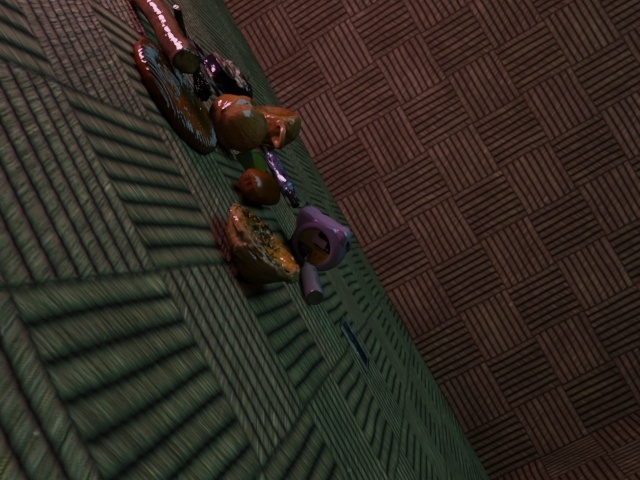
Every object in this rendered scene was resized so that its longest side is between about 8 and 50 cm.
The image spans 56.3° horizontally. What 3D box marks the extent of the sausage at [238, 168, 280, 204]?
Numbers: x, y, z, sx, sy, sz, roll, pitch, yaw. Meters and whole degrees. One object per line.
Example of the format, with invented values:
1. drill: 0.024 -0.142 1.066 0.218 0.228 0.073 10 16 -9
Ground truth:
1. sausage: -0.170 -0.150 1.709 0.098 0.098 0.238 61 11 7

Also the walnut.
1. walnut: -0.240 -0.340 1.729 0.159 0.159 0.206 63 8 18

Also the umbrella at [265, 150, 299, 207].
1. umbrella: -0.142 -0.233 2.259 0.251 0.052 0.053 63 8 20

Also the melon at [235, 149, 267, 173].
1. melon: -0.204 -0.243 1.957 0.262 0.053 0.114 -9 77 -81

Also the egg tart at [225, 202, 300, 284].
1. egg tart: -0.139 0.023 1.318 0.232 0.098 0.252 50 8 -21

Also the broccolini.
1. broccolini: -0.350 -0.496 1.624 0.123 0.062 0.272 33 -34 43

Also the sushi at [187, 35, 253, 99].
1. sushi: -0.335 -0.622 2.266 0.297 0.099 0.373 63 9 14

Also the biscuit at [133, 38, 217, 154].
1. biscuit: -0.354 -0.358 1.490 0.318 0.040 0.318 57 9 -15

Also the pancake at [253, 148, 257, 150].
1. pancake: -0.261 -0.356 2.081 0.140 0.022 0.139 59 8 -14

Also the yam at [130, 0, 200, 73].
1. yam: -0.416 -0.565 1.557 0.357 0.081 0.081 54 4 28

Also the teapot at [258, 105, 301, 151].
1. teapot: -0.180 -0.419 2.315 0.311 0.203 0.167 -125 -137 -59

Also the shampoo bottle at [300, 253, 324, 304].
1. shampoo bottle: -0.031 0.111 1.765 0.056 0.056 0.195 55 10 -32

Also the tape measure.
1. tape measure: -0.004 0.001 1.872 0.196 0.179 0.105 36 26 12

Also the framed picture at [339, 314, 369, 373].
1. framed picture: 0.117 0.344 2.001 0.183 0.011 0.142 60 9 -3
